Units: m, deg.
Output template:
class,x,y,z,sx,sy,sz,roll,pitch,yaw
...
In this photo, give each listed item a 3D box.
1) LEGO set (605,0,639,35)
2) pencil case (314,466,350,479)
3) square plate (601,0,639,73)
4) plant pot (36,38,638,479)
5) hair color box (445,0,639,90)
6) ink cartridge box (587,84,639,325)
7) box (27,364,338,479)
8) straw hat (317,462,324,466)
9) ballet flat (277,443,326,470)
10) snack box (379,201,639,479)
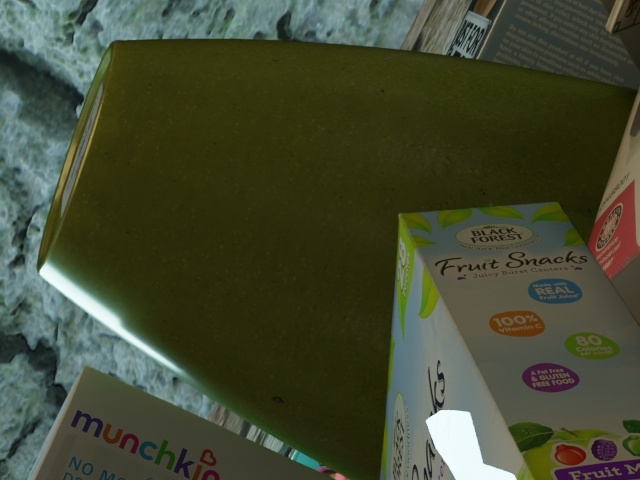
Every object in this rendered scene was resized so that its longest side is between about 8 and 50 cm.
class,x,y,z,sx,sy,sz,roll,pitch,yaw
LEGO set,0.201,-0.229,0.884,0.182,0.060,0.244,-27,-38,-49
pencil case,-0.004,0.259,1.254,0.098,0.095,0.209,4,63,49
square plate,0.215,-0.290,0.946,0.344,0.049,0.347,-63,-30,-11
plant pot,0.000,0.000,1.058,0.275,0.293,0.275,-162,90,-79
hair color box,0.178,-0.176,1.290,0.185,0.113,0.374,-98,34,-81
ink cartridge box,0.194,-0.067,0.764,0.218,0.092,0.158,-66,5,-28
box,-0.064,0.235,1.023,0.231,0.262,0.127,-68,6,-33
straw hat,0.069,0.123,1.277,0.144,0.061,0.144,-42,-16,-15
ballet flat,-0.032,0.251,1.618,0.280,0.095,0.096,-53,-1,18
snack box,0.075,0.111,0.640,0.207,0.070,0.174,-112,21,-59
